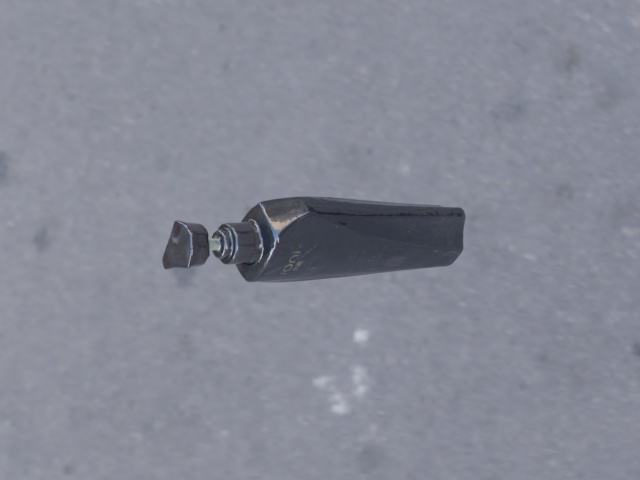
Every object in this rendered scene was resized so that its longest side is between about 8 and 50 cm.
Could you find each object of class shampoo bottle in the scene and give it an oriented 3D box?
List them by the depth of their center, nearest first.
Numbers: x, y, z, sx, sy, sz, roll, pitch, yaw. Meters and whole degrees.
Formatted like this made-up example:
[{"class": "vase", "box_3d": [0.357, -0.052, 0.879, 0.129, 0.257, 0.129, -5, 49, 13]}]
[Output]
[{"class": "shampoo bottle", "box_3d": [0.000, 0.000, 0.766, 0.048, 0.137, 0.027, -55, 49, 40]}]
